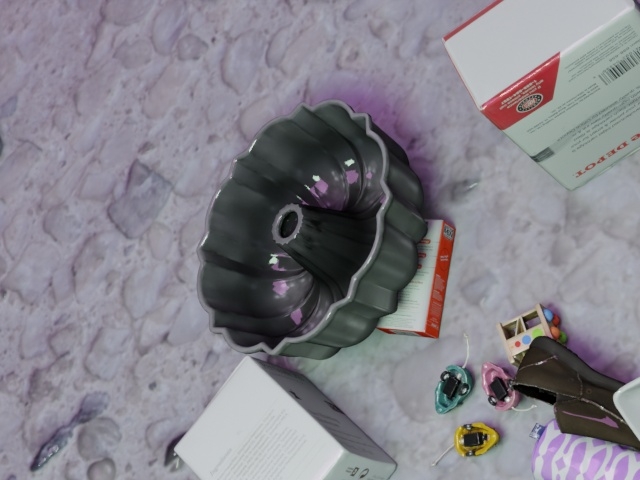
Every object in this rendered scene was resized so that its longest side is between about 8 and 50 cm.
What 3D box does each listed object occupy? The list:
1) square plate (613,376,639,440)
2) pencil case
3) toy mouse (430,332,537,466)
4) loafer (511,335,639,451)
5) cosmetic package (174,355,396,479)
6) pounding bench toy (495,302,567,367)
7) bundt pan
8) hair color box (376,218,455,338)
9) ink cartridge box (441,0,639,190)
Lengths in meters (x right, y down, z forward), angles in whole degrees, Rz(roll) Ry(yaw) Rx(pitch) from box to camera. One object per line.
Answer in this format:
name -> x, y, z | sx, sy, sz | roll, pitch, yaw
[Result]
square plate -> 0.522, 0.194, 1.536 | 0.344, 0.049, 0.347 | -31, 106, 18
pencil case -> 0.332, 0.258, 1.708 | 0.206, 0.086, 0.088 | 20, 62, 30
toy mouse -> 0.187, 0.179, 1.825 | 0.161, 0.031, 0.143 | -22, 69, 40
loafer -> 0.294, 0.188, 1.690 | 0.078, 0.080, 0.220 | -45, 45, -11
cosmetic package -> -0.042, 0.260, 1.866 | 0.183, 0.151, 0.151 | 42, 97, 30
pounding bench toy -> 0.254, 0.125, 1.805 | 0.065, 0.052, 0.083 | -27, 64, 18
bundt pan -> 0.000, 0.000, 1.908 | 0.331, 0.124, 0.331 | -23, 55, 37
hair color box -> 0.117, 0.045, 1.909 | 0.072, 0.043, 0.141 | 4, 78, 30
ink cartridge box -> 0.290, -0.189, 1.754 | 0.197, 0.273, 0.114 | -34, 58, 16
